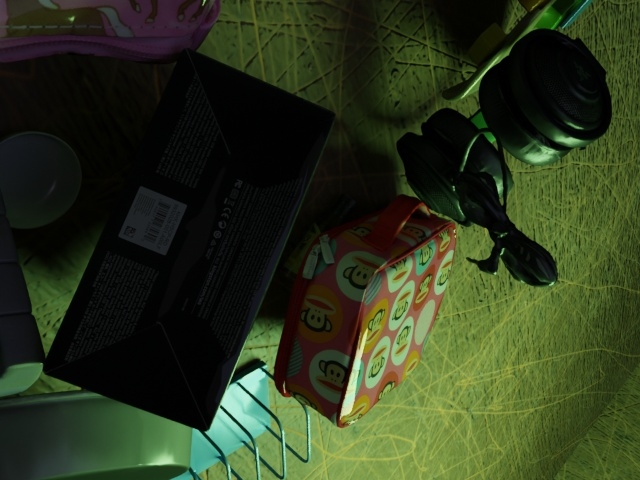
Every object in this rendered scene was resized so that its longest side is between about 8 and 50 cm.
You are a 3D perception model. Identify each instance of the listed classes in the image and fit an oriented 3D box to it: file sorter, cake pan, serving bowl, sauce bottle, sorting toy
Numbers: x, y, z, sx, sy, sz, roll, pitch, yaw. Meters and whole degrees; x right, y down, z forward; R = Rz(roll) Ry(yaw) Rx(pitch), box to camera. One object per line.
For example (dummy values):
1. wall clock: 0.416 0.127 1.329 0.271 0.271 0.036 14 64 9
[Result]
1. file sorter: -0.107 0.254 0.799 0.170 0.104 0.118 -24 128 -34
2. cake pan: -0.237 0.183 0.521 0.293 0.054 0.293 -11 158 -5
3. serving bowl: -0.243 -0.052 0.535 0.083 0.027 0.083 -24 128 -35
4. sauce bottle: 0.000 0.000 0.807 0.128 0.042 0.042 -54 140 -9
5. sorting toy: 0.247 -0.241 0.760 0.229 0.041 0.307 -43 175 37

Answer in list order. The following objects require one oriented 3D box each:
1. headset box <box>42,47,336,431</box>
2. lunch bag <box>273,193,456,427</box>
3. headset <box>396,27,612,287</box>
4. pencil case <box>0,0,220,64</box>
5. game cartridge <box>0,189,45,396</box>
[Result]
1. headset box: -0.097 0.005 0.535 0.110 0.293 0.218 23 83 -7
2. lunch bag: 0.073 0.066 0.818 0.293 0.120 0.258 -22 130 -57
3. headset: 0.208 -0.092 0.709 0.243 0.185 0.394 -38 -177 30
4. pencil case: -0.235 -0.154 0.326 0.386 0.160 0.167 -21 126 -38
5. game cartridge: -0.345 -0.003 0.320 0.355 0.230 0.068 -1 144 -45
